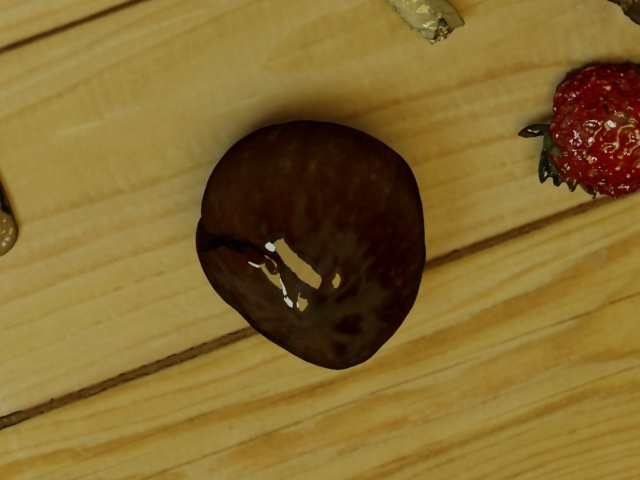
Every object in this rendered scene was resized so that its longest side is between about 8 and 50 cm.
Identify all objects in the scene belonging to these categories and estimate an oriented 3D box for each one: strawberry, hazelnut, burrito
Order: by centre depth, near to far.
[{"bbox_3d":[0.061,-0.246,1.573,0.045,0.041,0.185,-17,129,45],"label":"burrito"},{"bbox_3d":[0.000,0.000,1.583,0.218,0.218,0.234,-42,114,9],"label":"hazelnut"},{"bbox_3d":[0.295,-0.101,1.666,0.192,0.085,0.140,13,109,-19],"label":"strawberry"}]

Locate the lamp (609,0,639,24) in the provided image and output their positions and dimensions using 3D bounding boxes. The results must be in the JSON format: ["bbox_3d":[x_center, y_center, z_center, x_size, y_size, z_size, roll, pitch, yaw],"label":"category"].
[{"bbox_3d":[0.383,-0.246,1.573,0.274,0.177,0.177,17,110,-21],"label":"lamp"}]

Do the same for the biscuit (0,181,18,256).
[{"bbox_3d":[-0.327,-0.042,1.597,0.071,0.018,0.147,-19,119,0],"label":"biscuit"}]
